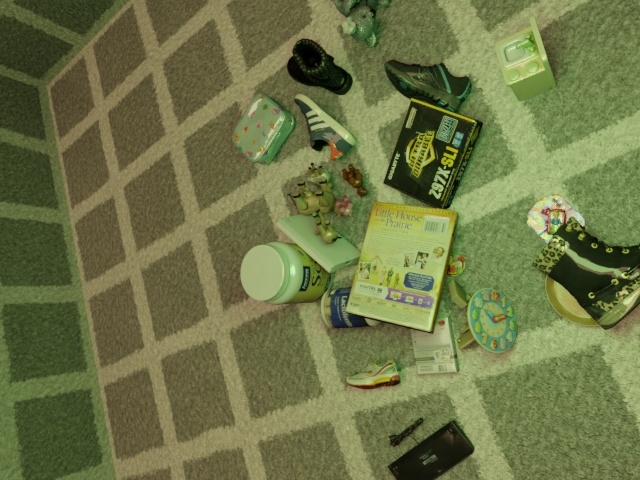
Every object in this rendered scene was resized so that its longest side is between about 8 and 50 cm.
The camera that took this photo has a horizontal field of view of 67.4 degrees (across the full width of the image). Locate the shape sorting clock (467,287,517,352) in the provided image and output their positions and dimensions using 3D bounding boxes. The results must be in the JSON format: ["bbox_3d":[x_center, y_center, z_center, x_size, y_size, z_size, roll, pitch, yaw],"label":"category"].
[{"bbox_3d":[0.547,0.251,1.518,0.040,0.206,0.206,-37,65,55],"label":"shape sorting clock"}]

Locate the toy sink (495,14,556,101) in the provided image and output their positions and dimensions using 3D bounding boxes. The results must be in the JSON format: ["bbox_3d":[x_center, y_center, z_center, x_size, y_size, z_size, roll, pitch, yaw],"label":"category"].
[{"bbox_3d":[0.638,-0.560,1.502,0.131,0.234,0.153,-18,77,29],"label":"toy sink"}]

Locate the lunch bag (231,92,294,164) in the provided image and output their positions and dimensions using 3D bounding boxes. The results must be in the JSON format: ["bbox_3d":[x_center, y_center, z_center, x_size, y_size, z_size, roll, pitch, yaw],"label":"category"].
[{"bbox_3d":[-0.255,-0.484,2.131,0.224,0.108,0.279,44,110,22],"label":"lunch bag"}]

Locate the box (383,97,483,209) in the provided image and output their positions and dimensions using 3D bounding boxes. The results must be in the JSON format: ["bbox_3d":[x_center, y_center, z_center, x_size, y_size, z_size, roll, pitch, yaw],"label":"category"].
[{"bbox_3d":[0.387,-0.303,1.689,0.257,0.079,0.322,30,116,29],"label":"box"}]

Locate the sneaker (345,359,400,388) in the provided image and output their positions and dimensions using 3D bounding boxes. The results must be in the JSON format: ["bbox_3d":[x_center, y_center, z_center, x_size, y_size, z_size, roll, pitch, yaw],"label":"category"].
[{"bbox_3d":[0.195,0.501,1.790,0.225,0.088,0.093,-19,56,29],"label":"sneaker"}]

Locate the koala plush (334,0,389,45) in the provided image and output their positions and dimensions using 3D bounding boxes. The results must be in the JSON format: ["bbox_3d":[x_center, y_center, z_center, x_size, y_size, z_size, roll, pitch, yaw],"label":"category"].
[{"bbox_3d":[0.154,-0.880,1.873,0.203,0.196,0.221,-12,80,43],"label":"koala plush"}]

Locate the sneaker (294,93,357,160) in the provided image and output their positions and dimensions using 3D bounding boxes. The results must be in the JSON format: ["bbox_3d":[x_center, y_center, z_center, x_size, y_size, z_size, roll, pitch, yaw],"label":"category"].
[{"bbox_3d":[-0.016,-0.461,1.965,0.148,0.131,0.350,-50,63,14],"label":"sneaker"}]

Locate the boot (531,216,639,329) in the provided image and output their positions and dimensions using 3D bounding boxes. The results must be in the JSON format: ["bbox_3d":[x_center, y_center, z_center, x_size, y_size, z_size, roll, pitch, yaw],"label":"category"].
[{"bbox_3d":[0.825,0.028,1.361,0.284,0.138,0.377,43,113,28],"label":"boot"}]

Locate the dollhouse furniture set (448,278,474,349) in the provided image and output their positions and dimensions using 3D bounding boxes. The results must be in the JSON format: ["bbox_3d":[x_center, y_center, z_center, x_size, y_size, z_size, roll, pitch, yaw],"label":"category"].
[{"bbox_3d":[0.455,0.244,1.602,0.151,0.144,0.123,42,113,-11],"label":"dollhouse furniture set"}]

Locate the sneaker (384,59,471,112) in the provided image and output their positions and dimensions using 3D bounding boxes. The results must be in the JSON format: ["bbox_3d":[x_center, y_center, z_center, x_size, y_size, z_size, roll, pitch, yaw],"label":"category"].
[{"bbox_3d":[0.385,-0.582,1.749,0.341,0.125,0.140,38,89,23],"label":"sneaker"}]

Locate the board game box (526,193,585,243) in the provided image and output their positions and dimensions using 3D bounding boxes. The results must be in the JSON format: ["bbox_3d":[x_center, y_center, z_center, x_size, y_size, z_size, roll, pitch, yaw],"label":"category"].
[{"bbox_3d":[0.738,-0.063,1.515,0.133,0.033,0.169,-45,64,21],"label":"board game box"}]

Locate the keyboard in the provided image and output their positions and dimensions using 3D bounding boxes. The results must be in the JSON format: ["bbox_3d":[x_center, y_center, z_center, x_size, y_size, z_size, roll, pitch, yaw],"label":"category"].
[{"bbox_3d":[0.360,0.730,1.686,0.317,0.033,0.201,-45,71,20],"label":"keyboard"}]

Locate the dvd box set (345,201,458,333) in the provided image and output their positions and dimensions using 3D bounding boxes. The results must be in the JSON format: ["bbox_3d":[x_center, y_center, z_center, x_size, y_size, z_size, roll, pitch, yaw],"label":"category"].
[{"bbox_3d":[0.282,0.081,1.659,0.307,0.062,0.421,9,75,26],"label":"dvd box set"}]

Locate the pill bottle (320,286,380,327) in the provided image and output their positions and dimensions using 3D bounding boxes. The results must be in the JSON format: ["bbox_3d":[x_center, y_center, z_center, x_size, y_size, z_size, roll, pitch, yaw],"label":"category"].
[{"bbox_3d":[0.146,0.246,1.790,0.264,0.153,0.153,-10,81,31],"label":"pill bottle"}]

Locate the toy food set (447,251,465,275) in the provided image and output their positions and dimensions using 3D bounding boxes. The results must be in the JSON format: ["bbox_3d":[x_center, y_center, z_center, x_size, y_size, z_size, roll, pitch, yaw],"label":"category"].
[{"bbox_3d":[0.466,0.084,1.680,0.082,0.020,0.083,-10,80,31],"label":"toy food set"}]

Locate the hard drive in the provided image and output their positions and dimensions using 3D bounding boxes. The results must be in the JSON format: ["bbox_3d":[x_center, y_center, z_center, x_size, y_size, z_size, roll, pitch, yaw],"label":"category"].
[{"bbox_3d":[0.000,0.000,1.875,0.307,0.203,0.040,41,125,28],"label":"hard drive"}]

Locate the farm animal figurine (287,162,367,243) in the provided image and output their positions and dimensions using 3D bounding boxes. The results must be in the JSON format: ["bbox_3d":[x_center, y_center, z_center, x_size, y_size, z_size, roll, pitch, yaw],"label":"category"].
[{"bbox_3d":[0.027,-0.133,1.869,0.326,0.172,0.330,14,57,34],"label":"farm animal figurine"}]

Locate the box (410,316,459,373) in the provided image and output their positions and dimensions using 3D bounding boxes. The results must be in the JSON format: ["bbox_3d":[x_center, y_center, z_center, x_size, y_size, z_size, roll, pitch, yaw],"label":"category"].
[{"bbox_3d":[0.399,0.370,1.688,0.145,0.038,0.186,-14,80,30],"label":"box"}]

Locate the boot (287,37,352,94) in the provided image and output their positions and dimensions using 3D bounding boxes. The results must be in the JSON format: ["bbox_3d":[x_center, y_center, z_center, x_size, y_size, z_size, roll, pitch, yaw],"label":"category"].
[{"bbox_3d":[-0.053,-0.716,1.933,0.348,0.260,0.131,27,100,31],"label":"boot"}]

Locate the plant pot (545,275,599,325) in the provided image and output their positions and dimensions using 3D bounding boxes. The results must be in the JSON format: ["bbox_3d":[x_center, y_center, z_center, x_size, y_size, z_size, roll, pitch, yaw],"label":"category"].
[{"bbox_3d":[0.811,0.139,1.452,0.236,0.032,0.236,-4,83,32],"label":"plant pot"}]

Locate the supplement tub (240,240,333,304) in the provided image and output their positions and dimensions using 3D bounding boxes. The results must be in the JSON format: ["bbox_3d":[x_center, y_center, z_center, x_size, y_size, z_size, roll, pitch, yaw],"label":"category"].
[{"bbox_3d":[-0.125,0.127,1.865,0.241,0.331,0.241,-3,85,32],"label":"supplement tub"}]
